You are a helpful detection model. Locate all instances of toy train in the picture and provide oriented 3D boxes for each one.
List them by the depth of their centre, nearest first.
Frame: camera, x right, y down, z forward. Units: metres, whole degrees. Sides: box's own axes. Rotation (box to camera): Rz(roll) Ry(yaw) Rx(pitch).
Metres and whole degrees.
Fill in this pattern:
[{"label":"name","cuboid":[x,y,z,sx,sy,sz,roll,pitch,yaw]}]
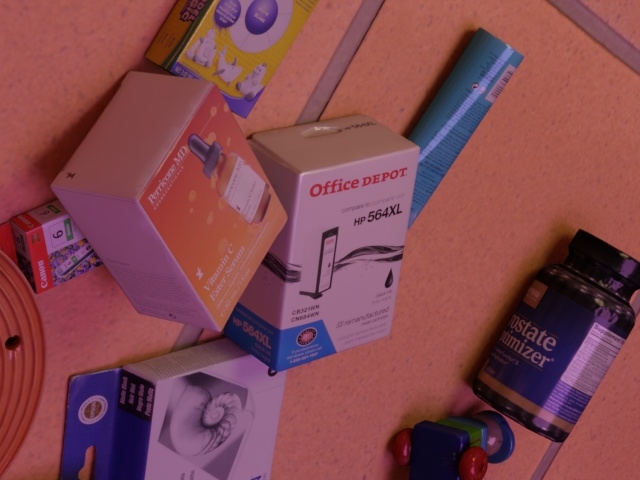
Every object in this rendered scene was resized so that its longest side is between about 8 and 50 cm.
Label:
[{"label":"toy train","cuboid":[0.152,0.316,1.722,0.143,0.105,0.248,-13,110,-54]}]

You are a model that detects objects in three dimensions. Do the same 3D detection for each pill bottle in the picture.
[{"label":"pill bottle","cuboid":[0.273,0.104,1.709,0.123,0.123,0.219,27,94,-48]}]

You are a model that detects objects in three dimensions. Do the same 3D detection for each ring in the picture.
[{"label":"ring","cuboid":[-0.364,0.127,1.179,0.336,0.032,0.337,-22,128,-31]}]

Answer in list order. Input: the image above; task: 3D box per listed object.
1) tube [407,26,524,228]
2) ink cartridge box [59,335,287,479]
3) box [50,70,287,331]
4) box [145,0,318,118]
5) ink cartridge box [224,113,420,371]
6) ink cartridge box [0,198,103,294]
[{"label":"tube","cuboid":[0.121,-0.107,1.494,0.080,0.052,0.207,26,101,-44]},{"label":"ink cartridge box","cuboid":[-0.137,0.205,1.438,0.224,0.045,0.223,-13,123,-38]},{"label":"box","cuboid":[-0.118,-0.031,1.249,0.130,0.091,0.170,-60,143,-28]},{"label":"box","cuboid":[-0.056,-0.201,1.269,0.105,0.043,0.179,29,91,-49]},{"label":"ink cartridge box","cuboid":[0.000,0.000,1.412,0.148,0.086,0.203,-15,125,-37]},{"label":"ink cartridge box","cuboid":[-0.224,0.007,1.245,0.115,0.029,0.063,-27,130,-31]}]
